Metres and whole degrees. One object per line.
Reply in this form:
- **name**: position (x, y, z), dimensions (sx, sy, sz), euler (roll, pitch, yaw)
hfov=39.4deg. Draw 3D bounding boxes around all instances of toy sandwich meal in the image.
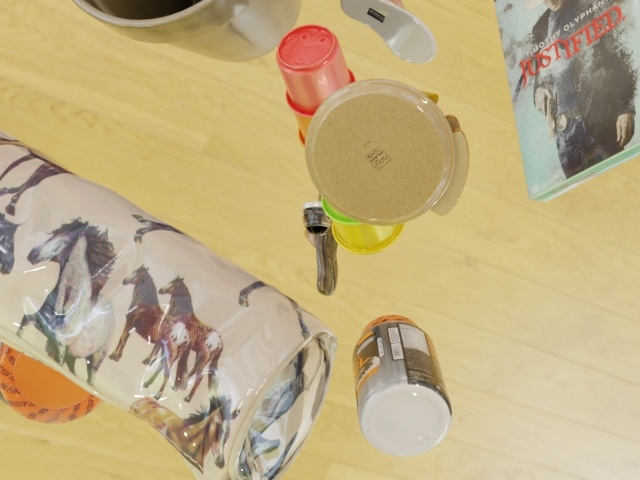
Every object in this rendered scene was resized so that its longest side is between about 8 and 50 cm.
- **toy sandwich meal**: position (0.034, -0.046, 0.457), dimensions (0.086, 0.029, 0.085), euler (5, 113, 12)

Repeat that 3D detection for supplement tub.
- **supplement tub**: position (-0.425, 0.136, 1.385), dimensions (0.207, 0.338, 0.207), euler (-7, 108, -22)
- **supplement tub**: position (0.101, 0.181, 1.163), dimensions (0.117, 0.190, 0.117), euler (-1, 113, -1)

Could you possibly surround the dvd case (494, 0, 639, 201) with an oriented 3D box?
- **dvd case**: position (0.121, -0.088, 0.420), dimensions (0.013, 0.119, 0.087), euler (6, 159, -30)

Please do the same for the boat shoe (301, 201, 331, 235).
- **boat shoe**: position (-0.005, -0.026, 1.336), dimensions (0.046, 0.125, 0.038), euler (-3, 78, 0)

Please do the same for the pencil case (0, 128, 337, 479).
- **pencil case**: position (-0.181, 0.061, 0.769), dimensions (0.410, 0.160, 0.183), euler (29, 73, 17)

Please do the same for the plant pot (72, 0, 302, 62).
- **plant pot**: position (-0.161, -0.388, 1.247), dimensions (0.323, 0.323, 0.280), euler (-36, 160, 8)

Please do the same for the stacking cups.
- **stacking cups**: position (0.020, -0.098, 0.981), dimensions (0.096, 0.096, 0.316), euler (-25, 147, 2)

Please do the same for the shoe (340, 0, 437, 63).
- **shoe**: position (0.116, -0.325, 1.334), dimensions (0.081, 0.178, 0.063), euler (-20, 143, -52)

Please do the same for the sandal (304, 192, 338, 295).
- **sandal**: position (0.000, 0.000, 1.700), dimensions (0.060, 0.219, 0.090), euler (-4, 164, 20)
